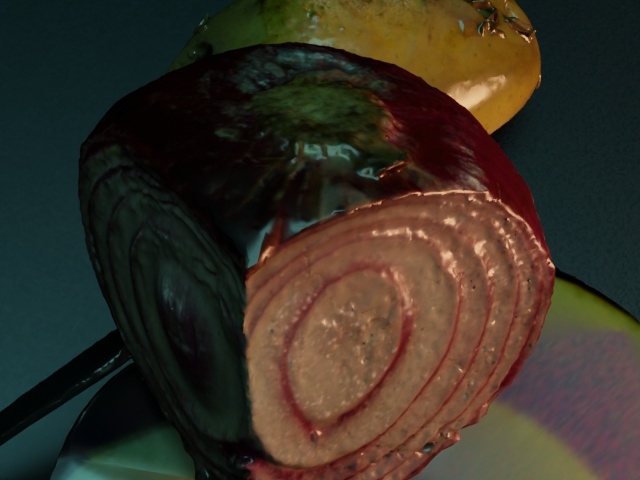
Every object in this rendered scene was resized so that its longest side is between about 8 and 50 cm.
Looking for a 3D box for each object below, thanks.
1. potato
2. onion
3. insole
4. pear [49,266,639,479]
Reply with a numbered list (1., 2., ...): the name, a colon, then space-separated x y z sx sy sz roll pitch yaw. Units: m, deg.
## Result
1. potato: 0.012 -0.117 1.001 0.300 0.140 0.173 -22 74 -17
2. onion: -0.002 -0.004 0.725 0.206 0.216 0.207 -21 49 -26
3. insole: -0.224 0.137 0.832 0.309 0.110 0.012 -36 99 0
4. pear: 0.036 0.204 0.823 0.399 0.165 0.398 1 62 -3
